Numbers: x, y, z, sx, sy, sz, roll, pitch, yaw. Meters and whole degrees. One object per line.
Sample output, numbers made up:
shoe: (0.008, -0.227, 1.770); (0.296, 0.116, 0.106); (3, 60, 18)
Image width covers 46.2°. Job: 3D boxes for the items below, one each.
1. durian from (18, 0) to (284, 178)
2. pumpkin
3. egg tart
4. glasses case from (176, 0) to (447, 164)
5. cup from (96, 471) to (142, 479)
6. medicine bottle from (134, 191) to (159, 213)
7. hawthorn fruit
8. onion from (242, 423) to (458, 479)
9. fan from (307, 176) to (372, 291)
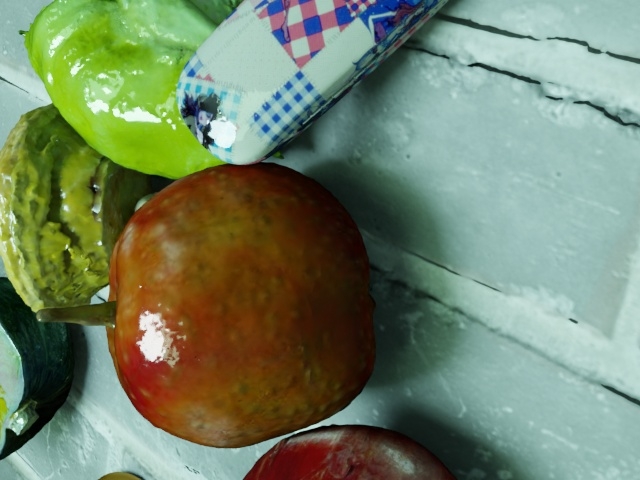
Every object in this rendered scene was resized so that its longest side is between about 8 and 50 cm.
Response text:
durian: (-0.184, -0.195, 0.858); (0.256, 0.204, 0.339); (-40, 74, 27)
pumpkin: (-0.519, 0.197, 1.240); (0.263, 0.197, 0.293); (38, 116, 14)
egg tart: (-0.296, -0.041, 0.957); (0.123, 0.294, 0.293); (1, 101, 13)
glasses case: (0.004, -0.204, 0.701); (0.327, 0.076, 0.125); (-41, 78, 9)
cup: (-0.341, 0.479, 1.115); (0.226, 0.264, 0.182); (18, 103, 25)
medicine bottle: (-0.185, 0.068, 0.972); (0.114, 0.114, 0.252); (18, 111, 37)
hawthorn fruit: (-0.109, 0.062, 0.751); (0.287, 0.331, 0.287); (176, 90, -65)
onion: (0.038, 0.313, 0.757); (0.276, 0.276, 0.276); (10, 106, 39)
fan: (0.000, 0.000, 0.869); (0.175, 0.005, 0.113); (45, 125, 24)
